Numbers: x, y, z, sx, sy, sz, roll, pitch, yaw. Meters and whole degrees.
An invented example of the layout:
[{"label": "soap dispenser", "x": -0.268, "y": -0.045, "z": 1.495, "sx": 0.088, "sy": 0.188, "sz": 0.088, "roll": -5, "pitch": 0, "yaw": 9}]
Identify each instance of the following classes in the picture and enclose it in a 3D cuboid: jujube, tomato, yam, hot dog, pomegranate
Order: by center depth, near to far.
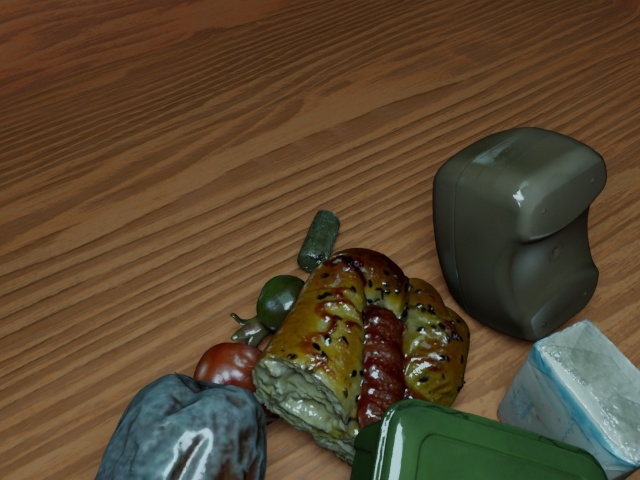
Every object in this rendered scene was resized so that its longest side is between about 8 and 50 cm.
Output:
[{"label": "jujube", "x": -0.190, "y": 0.346, "z": 0.618, "sx": 0.216, "sy": 0.246, "sz": 0.307, "roll": 14, "pitch": 71, "yaw": -1}, {"label": "hot dog", "x": 0.109, "y": 0.195, "z": 0.838, "sx": 0.367, "sy": 0.196, "sz": 0.365, "roll": 37, "pitch": 45, "yaw": -6}, {"label": "tomato", "x": -0.150, "y": 0.268, "z": 0.845, "sx": 0.187, "sy": 0.187, "sz": 0.151, "roll": -9, "pitch": 23, "yaw": -4}, {"label": "pomegranate", "x": -0.093, "y": 0.158, "z": 0.959, "sx": 0.191, "sy": 0.152, "sz": 0.131, "roll": -37, "pitch": 50, "yaw": -1}, {"label": "yam", "x": 0.000, "y": 0.000, "z": 1.128, "sx": 0.078, "sy": 0.078, "sz": 0.179, "roll": 10, "pitch": 47, "yaw": 13}]

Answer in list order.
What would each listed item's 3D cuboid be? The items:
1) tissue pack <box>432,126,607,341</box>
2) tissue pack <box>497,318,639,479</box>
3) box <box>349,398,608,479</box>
[{"label": "tissue pack", "x": 0.372, "y": -0.018, "z": 0.913, "sx": 0.267, "sy": 0.387, "sz": 0.277, "roll": -31, "pitch": 33, "yaw": -19}, {"label": "tissue pack", "x": 0.399, "y": 0.279, "z": 0.720, "sx": 0.124, "sy": 0.271, "sz": 0.201, "roll": -16, "pitch": 49, "yaw": -9}, {"label": "box", "x": 0.183, "y": 0.363, "z": 0.582, "sx": 0.329, "sy": 0.178, "sz": 0.252, "roll": 21, "pitch": 63, "yaw": -11}]
